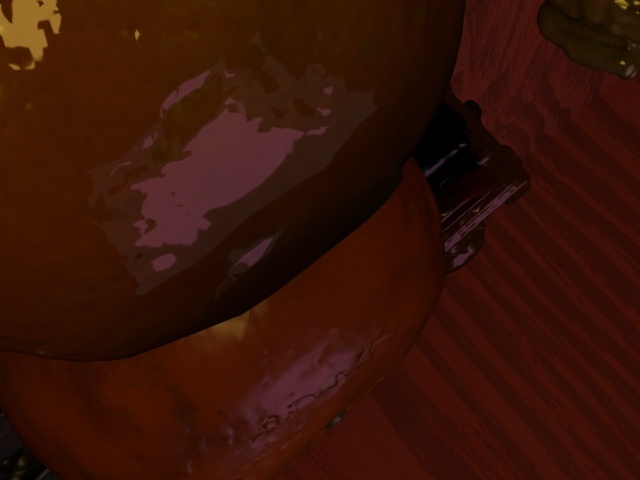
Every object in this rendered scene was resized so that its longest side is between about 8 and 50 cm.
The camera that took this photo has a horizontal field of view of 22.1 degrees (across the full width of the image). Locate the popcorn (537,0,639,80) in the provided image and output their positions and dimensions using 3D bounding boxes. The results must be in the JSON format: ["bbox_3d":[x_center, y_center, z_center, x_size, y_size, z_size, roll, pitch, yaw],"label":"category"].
[{"bbox_3d":[0.268,-0.228,1.328,0.235,0.181,0.217,-33,170,-34],"label":"popcorn"}]

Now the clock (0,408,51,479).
[{"bbox_3d":[-0.261,0.146,1.216,0.386,0.076,0.386,-41,173,-6],"label":"clock"}]

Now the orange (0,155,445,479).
[{"bbox_3d":[-0.063,0.028,0.967,0.284,0.226,0.284,-41,178,-2],"label":"orange"}]

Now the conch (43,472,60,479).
[{"bbox_3d":[-0.207,0.172,1.487,0.188,0.122,0.176,-37,153,-43],"label":"conch"}]

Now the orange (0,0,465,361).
[{"bbox_3d":[-0.062,-0.074,0.692,0.334,0.196,0.262,-26,151,-40],"label":"orange"}]

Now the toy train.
[{"bbox_3d":[0.000,0.000,1.414,0.369,0.163,0.231,-41,164,-1],"label":"toy train"}]
